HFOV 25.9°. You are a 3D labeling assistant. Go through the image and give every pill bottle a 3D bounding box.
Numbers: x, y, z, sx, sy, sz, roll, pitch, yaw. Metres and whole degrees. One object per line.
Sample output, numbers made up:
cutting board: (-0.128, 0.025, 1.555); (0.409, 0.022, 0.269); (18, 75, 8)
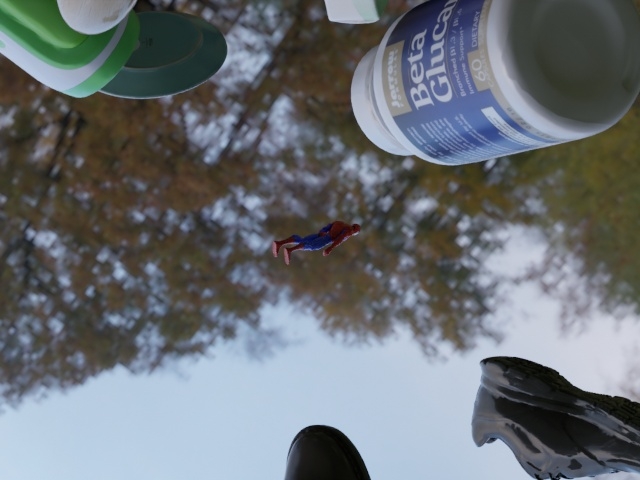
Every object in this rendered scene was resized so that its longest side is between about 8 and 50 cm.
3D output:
pill bottle: (0.087, -0.091, 0.754); (0.094, 0.094, 0.169); (28, 163, -23)

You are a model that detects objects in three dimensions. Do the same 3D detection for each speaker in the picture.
speaker: (-0.318, -0.266, 1.358); (0.296, 0.131, 0.131); (38, -162, -36)

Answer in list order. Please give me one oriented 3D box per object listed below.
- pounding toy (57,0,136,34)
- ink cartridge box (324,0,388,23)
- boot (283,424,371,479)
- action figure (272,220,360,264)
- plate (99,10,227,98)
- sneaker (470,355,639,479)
pounding toy: (-0.036, -0.224, 0.610); (0.155, 0.269, 0.154); (32, 160, -14)
ink cartridge box: (0.031, -0.330, 1.216); (0.056, 0.225, 0.181); (2, -142, 19)
boot: (-0.044, 0.271, 1.164); (0.229, 0.091, 0.263); (29, -121, -57)
action figure: (0.000, 0.000, 1.607); (0.115, 0.030, 0.038); (-21, -152, -31)
plate: (-0.206, -0.233, 1.676); (0.188, 0.024, 0.188); (-1, -138, 0)
sneaker: (0.305, 0.235, 1.639); (0.286, 0.130, 0.109); (22, -170, 33)
